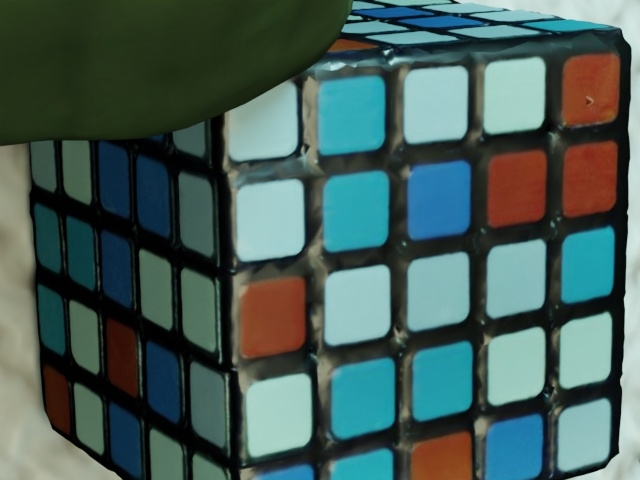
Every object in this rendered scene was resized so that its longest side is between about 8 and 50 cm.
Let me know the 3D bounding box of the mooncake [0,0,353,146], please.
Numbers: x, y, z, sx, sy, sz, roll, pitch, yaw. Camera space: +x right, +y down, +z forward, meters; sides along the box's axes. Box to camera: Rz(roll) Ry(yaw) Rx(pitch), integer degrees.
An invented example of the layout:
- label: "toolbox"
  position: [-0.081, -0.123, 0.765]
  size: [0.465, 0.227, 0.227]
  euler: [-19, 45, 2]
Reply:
- label: "mooncake"
  position: [-0.113, -0.203, 0.548]
  size: [0.351, 0.187, 0.351]
  euler: [3, 72, -9]

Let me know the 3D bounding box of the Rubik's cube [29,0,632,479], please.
- label: "Rubik's cube"
  position: [0.000, 0.000, 0.735]
  size: [0.187, 0.184, 0.182]
  euler: [-9, 105, -28]
